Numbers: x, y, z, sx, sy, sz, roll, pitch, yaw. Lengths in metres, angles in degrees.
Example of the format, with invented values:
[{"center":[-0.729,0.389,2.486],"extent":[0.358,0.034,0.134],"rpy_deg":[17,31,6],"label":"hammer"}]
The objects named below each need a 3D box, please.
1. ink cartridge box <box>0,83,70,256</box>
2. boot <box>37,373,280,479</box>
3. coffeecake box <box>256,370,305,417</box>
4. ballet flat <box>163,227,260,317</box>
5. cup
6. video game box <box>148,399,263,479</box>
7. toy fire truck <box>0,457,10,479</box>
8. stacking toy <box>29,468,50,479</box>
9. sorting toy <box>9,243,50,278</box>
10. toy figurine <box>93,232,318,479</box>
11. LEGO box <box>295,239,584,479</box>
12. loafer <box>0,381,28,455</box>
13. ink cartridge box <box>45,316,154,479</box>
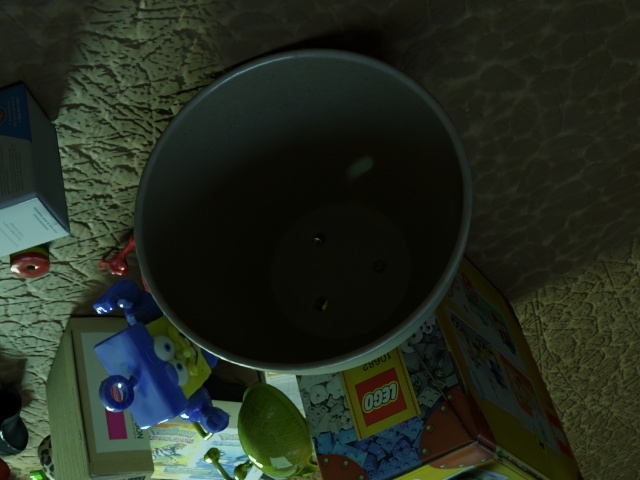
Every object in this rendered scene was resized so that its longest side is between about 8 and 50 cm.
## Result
[{"center":[-0.352,-0.050,0.934],"extent":[0.190,0.140,0.082],"rpy_deg":[-18,149,4],"label":"ink cartridge box"},{"center":[-0.239,0.341,1.573],"extent":[0.284,0.138,0.377],"rpy_deg":[-26,147,16],"label":"boot"},{"center":[-0.058,0.153,1.367],"extent":[0.068,0.142,0.185],"rpy_deg":[-10,147,-9],"label":"coffeecake box"},{"center":[-0.158,0.033,1.207],"extent":[0.087,0.083,0.247],"rpy_deg":[19,133,-23],"label":"ballet flat"},{"center":[0.000,0.000,1.029],"extent":[0.331,0.331,0.237],"rpy_deg":[-19,158,4],"label":"cup"},{"center":[-0.164,0.286,1.374],"extent":[0.205,0.048,0.187],"rpy_deg":[8,140,-17],"label":"video game box"},{"center":[-0.618,0.399,1.467],"extent":[0.254,0.169,0.302],"rpy_deg":[18,145,0],"label":"toy fire truck"},{"center":[-0.538,0.457,1.694],"extent":[0.167,0.052,0.221],"rpy_deg":[-11,142,-3],"label":"stacking toy"},{"center":[-0.450,0.024,1.088],"extent":[0.274,0.046,0.132],"rpy_deg":[-8,146,-12],"label":"sorting toy"},{"center":[-0.176,0.164,1.090],"extent":[0.191,0.363,0.217],"rpy_deg":[-25,-176,30],"label":"toy figurine"},{"center":[0.161,0.198,1.322],"extent":[0.193,0.372,0.500],"rpy_deg":[-28,145,17],"label":"LEGO box"},{"center":[-0.463,0.248,1.388],"extent":[0.078,0.076,0.223],"rpy_deg":[-9,144,3],"label":"loafer"},{"center":[-0.306,0.251,1.319],"extent":[0.088,0.235,0.193],"rpy_deg":[2,144,-27],"label":"ink cartridge box"}]
